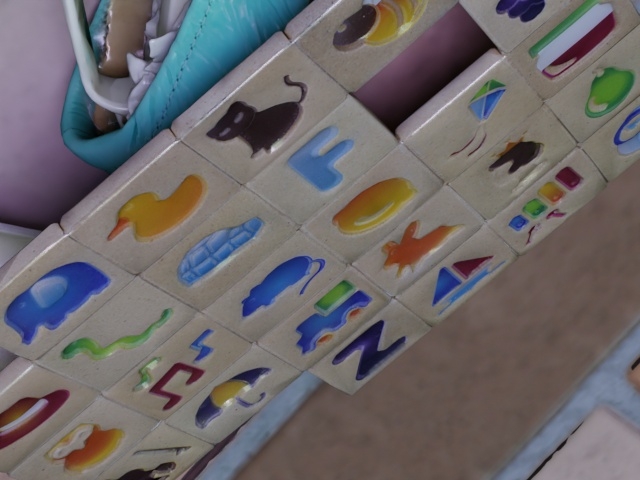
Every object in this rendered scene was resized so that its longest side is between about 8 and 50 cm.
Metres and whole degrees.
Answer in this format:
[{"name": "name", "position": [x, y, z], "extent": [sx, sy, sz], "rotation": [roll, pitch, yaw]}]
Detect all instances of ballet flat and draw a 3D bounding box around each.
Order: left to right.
[{"name": "ballet flat", "position": [-0.028, -0.118, 0.503], "extent": [0.087, 0.083, 0.247], "rotation": [-1, 121, -23]}]

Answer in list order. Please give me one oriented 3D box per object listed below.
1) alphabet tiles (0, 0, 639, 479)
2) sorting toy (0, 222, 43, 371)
[{"name": "alphabet tiles", "position": [0.000, 0.000, 0.574], "extent": [0.237, 0.009, 0.198], "rotation": [-40, 152, 8]}, {"name": "sorting toy", "position": [-0.113, 0.021, 0.589], "extent": [0.075, 0.045, 0.083], "rotation": [2, 119, -27]}]
